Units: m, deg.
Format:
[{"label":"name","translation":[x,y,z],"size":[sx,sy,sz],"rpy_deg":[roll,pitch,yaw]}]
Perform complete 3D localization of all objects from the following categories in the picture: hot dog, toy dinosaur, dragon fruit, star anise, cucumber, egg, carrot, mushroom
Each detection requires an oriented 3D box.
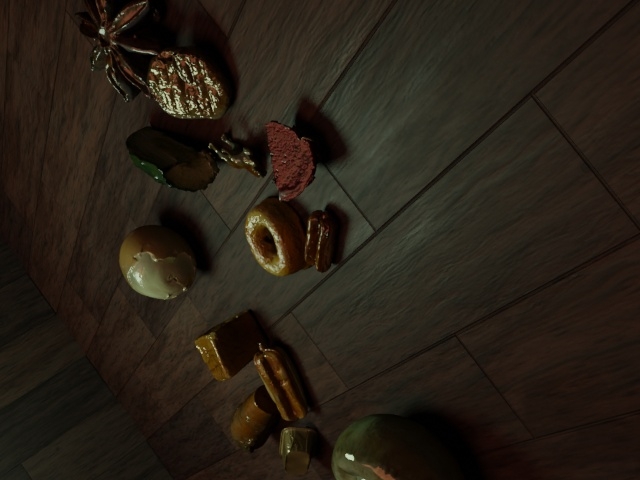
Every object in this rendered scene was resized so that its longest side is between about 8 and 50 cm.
[{"label":"hot dog","translation":[0.000,0.000,1.618],"size":[0.071,0.045,0.165],"rpy_deg":[40,145,26]},{"label":"toy dinosaur","translation":[-0.175,-0.182,1.696],"size":[0.142,0.057,0.212],"rpy_deg":[38,178,0]},{"label":"dragon fruit","translation":[-0.038,-0.163,1.501],"size":[0.106,0.083,0.162],"rpy_deg":[-4,98,34]},{"label":"star anise","translation":[-0.447,-0.471,1.727],"size":[0.331,0.117,0.332],"rpy_deg":[28,130,38]},{"label":"cucumber","translation":[-0.384,-0.196,1.859],"size":[0.325,0.145,0.105],"rpy_deg":[31,142,49]},{"label":"egg","translation":[-0.465,0.054,2.143],"size":[0.244,0.201,0.201],"rpy_deg":[43,148,41]},{"label":"carrot","translation":[-0.196,0.534,2.283],"size":[0.139,0.138,0.302],"rpy_deg":[45,140,17]},{"label":"hot dog","translation":[-0.105,0.378,2.068],"size":[0.102,0.076,0.249],"rpy_deg":[-19,107,19]},{"label":"mushroom","translation":[0.167,0.551,1.688],"size":[0.352,0.260,0.352],"rpy_deg":[29,139,28]}]

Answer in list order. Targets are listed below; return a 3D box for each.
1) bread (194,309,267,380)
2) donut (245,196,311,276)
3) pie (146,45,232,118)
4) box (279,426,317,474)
[{"label":"bread","translation":[-0.247,0.293,2.107],"size":[0.143,0.158,0.149],"rpy_deg":[57,152,-4]},{"label":"donut","translation":[-0.101,0.000,1.724],"size":[0.174,0.074,0.190],"rpy_deg":[22,134,42]},{"label":"pie","translation":[-0.282,-0.337,1.629],"size":[0.195,0.046,0.195],"rpy_deg":[12,137,11]},{"label":"box","translation":[-0.064,0.601,2.189],"size":[0.111,0.111,0.177],"rpy_deg":[38,143,26]}]
